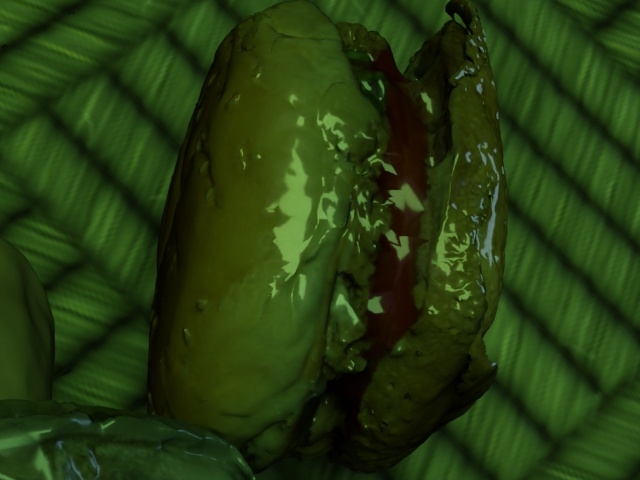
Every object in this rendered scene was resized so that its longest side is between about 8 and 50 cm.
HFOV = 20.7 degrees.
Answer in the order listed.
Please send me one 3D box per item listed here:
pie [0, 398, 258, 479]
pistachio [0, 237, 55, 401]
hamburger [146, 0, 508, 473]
[{"bbox_3d":[-0.097,0.213,0.686,0.338,0.075,0.337,18,58,-31],"label":"pie"},{"bbox_3d":[-0.223,0.130,0.804,0.188,0.187,0.299,23,60,-1],"label":"pistachio"},{"bbox_3d":[0.000,0.000,0.866,0.163,0.244,0.244,3,67,-6],"label":"hamburger"}]
